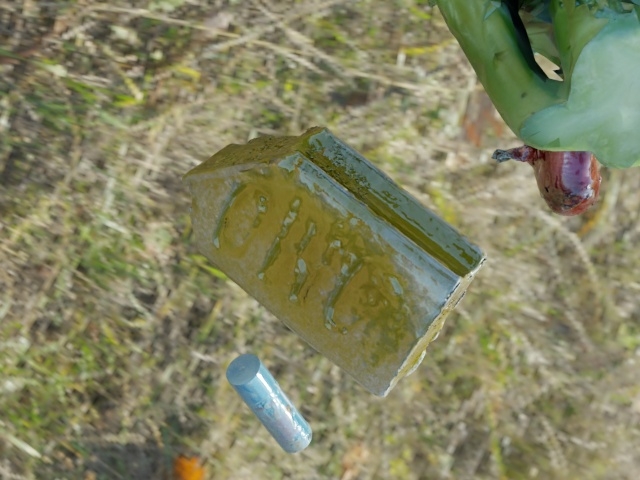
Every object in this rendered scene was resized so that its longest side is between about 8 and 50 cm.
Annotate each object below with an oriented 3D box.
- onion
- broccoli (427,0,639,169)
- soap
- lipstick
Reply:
[{"bbox_3d":[0.291,-0.103,1.921,0.140,0.150,0.150,-5,108,4],"label":"onion"},{"bbox_3d":[0.153,-0.157,0.709,0.265,0.294,0.245,63,22,-53],"label":"broccoli"},{"bbox_3d":[0.000,0.000,1.301,0.080,0.257,0.160,-37,161,-52],"label":"soap"},{"bbox_3d":[-0.062,0.203,1.834,0.048,0.048,0.158,-48,134,-16],"label":"lipstick"}]
